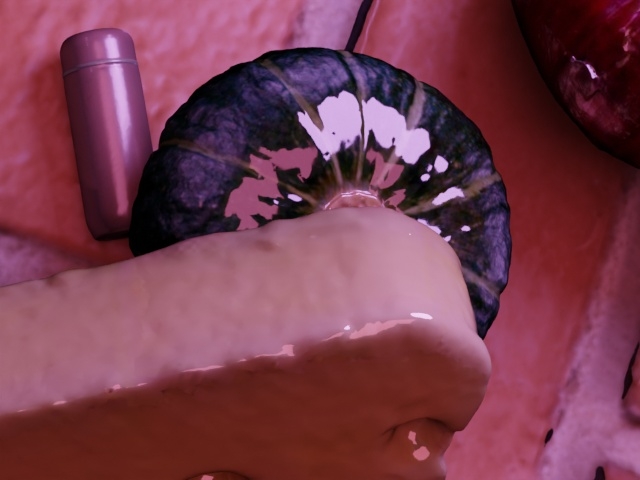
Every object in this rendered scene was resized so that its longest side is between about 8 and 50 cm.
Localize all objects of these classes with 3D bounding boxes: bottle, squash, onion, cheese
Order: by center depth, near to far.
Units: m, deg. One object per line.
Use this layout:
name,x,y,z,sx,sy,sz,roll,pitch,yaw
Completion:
cheese,-0.077,0.160,1.085,0.384,0.384,0.104,0,42,-10
squash,0.000,0.000,1.183,0.252,0.165,0.252,1,86,-17
bottle,-0.142,-0.072,1.233,0.053,0.053,0.140,-8,85,-11
onion,0.264,-0.159,1.244,0.314,0.232,0.314,12,58,-19
